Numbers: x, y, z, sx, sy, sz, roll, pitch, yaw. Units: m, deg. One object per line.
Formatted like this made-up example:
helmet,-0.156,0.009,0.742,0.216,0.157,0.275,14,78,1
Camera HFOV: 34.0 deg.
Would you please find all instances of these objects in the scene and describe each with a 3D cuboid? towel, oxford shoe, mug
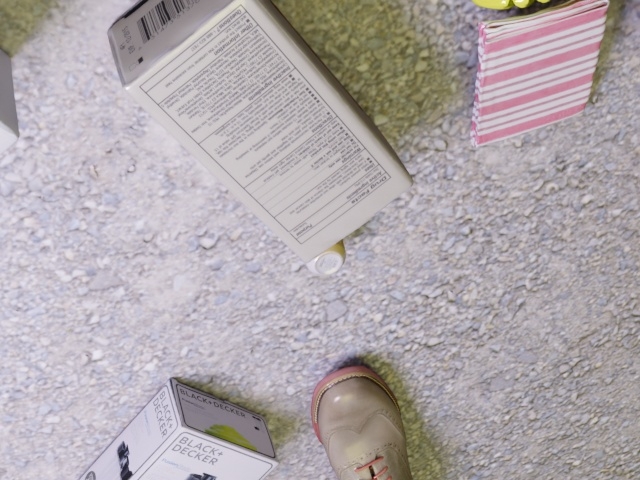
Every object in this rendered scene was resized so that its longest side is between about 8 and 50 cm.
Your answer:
towel,0.237,-0.187,1.159,0.144,0.029,0.197,-17,148,-6
oxford shoe,0.078,0.313,1.445,0.123,0.130,0.348,-23,131,-2
mug,-0.002,0.003,1.219,0.062,0.064,0.078,-28,130,3

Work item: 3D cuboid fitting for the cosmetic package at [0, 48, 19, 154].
cosmetic package,-0.513,-0.058,0.921,0.453,0.161,0.230,-38,130,10

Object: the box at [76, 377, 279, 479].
box,-0.213,0.329,1.380,0.169,0.087,0.290,31,111,-36

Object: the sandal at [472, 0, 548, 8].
sandal,0.281,-0.337,1.040,0.317,0.126,0.138,-28,100,8

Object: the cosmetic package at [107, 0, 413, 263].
cosmetic package,-0.056,-0.132,1.052,0.153,0.129,0.296,-36,129,9
